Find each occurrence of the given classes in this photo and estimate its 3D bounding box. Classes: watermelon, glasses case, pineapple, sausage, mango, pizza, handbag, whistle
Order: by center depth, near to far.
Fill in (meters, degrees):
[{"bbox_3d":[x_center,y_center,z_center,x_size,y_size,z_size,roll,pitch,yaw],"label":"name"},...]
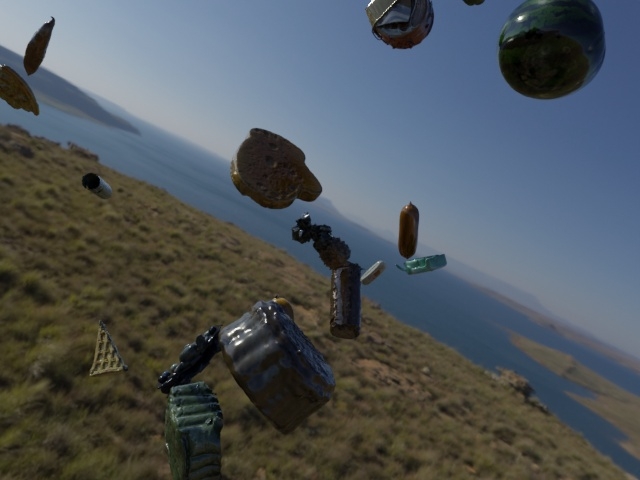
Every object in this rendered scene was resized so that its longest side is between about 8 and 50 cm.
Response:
[{"bbox_3d":[0.142,0.087,1.377,0.032,0.083,0.021,39,11,-42],"label":"glasses case"},{"bbox_3d":[0.622,-0.521,1.387,0.284,0.285,0.285,26,4,-2],"label":"watermelon"},{"bbox_3d":[-0.832,-0.402,1.388,0.098,0.036,0.160,-6,-41,4],"label":"pizza"},{"bbox_3d":[0.258,-0.025,1.497,0.061,0.183,0.054,0,20,-5],"label":"sausage"},{"bbox_3d":[-0.139,0.279,1.757,0.100,0.188,0.066,0,-4,-16],"label":"mango"},{"bbox_3d":[0.000,0.000,1.786,0.237,0.111,0.119,44,40,-18],"label":"pineapple"},{"bbox_3d":[-0.802,-0.193,1.855,0.062,0.062,0.312,25,-7,-13],"label":"whistle"},{"bbox_3d":[-0.479,0.450,1.942,0.118,0.326,0.269,45,-23,-2],"label":"handbag"}]

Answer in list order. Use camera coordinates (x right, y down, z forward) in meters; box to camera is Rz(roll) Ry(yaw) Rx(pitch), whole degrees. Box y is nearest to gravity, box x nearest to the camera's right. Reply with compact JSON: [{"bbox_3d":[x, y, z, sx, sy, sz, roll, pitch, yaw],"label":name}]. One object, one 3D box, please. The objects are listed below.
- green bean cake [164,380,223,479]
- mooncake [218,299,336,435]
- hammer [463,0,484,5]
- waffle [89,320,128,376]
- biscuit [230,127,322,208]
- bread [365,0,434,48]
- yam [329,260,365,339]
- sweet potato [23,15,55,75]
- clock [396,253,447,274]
[{"bbox_3d":[-0.312,0.493,1.270,0.124,0.223,0.227,-1,26,-26],"label":"green bean cake"},{"bbox_3d":[-0.105,0.319,1.329,0.324,0.187,0.324,52,-1,2],"label":"mooncake"},{"bbox_3d":[0.222,-0.620,1.117,0.335,0.206,0.119,38,34,3],"label":"hammer"},{"bbox_3d":[-0.519,0.263,1.279,0.097,0.153,0.023,-13,-36,8],"label":"waffle"},{"bbox_3d":[-0.129,-0.205,1.560,0.287,0.057,0.344,24,39,-15],"label":"biscuit"},{"bbox_3d":[0.278,-0.761,1.735,0.212,0.224,0.142,52,16,17],"label":"bread"},{"bbox_3d":[0.094,0.209,1.871,0.130,0.280,0.131,3,-33,2],"label":"yam"},{"bbox_3d":[-0.869,-0.598,1.575,0.068,0.206,0.060,49,21,18],"label":"sweet potato"},{"bbox_3d":[0.288,0.071,1.477,0.134,0.041,0.101,-15,-2,39],"label":"clock"}]
